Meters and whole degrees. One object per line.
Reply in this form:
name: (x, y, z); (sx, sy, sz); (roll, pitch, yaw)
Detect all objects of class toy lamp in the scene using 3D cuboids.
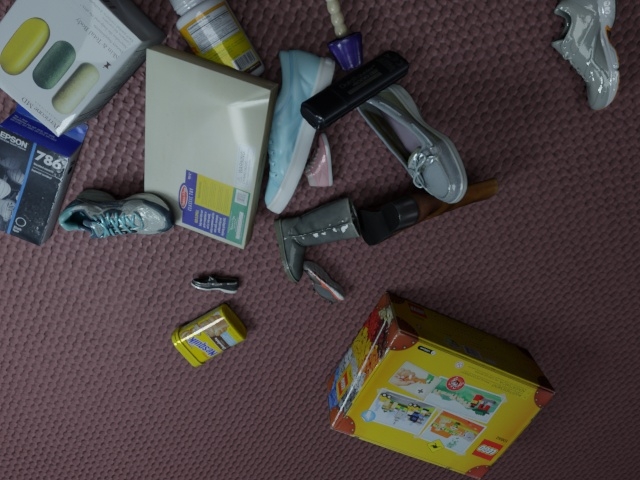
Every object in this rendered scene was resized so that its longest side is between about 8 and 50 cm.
toy lamp: (0.026, -0.495, 1.031); (0.080, 0.080, 0.274); (-19, 115, 7)

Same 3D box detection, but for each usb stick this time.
usb stick: (0.076, -0.322, 1.049); (0.278, 0.077, 0.045); (-38, 160, -23)

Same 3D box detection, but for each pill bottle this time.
pill bottle: (-0.218, -0.423, 1.035); (0.117, 0.117, 0.215); (-28, 113, 11)

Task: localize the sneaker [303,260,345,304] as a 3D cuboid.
sneaker: (-0.003, 0.122, 1.335); (0.065, 0.061, 0.158); (-37, 110, 22)

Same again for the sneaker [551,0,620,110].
sneaker: (0.574, -0.412, 1.089); (0.121, 0.099, 0.262); (-12, 108, 12)

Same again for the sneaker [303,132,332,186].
sneaker: (-0.011, -0.189, 1.189); (0.070, 0.051, 0.134); (-8, 120, -4)

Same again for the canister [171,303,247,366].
canister: (-0.308, 0.264, 1.384); (0.170, 0.073, 0.126); (-30, 113, 10)

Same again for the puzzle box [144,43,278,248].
puzzle box: (-0.258, -0.190, 1.100); (0.272, 0.052, 0.408); (20, 127, 5)

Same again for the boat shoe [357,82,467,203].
boat shoe: (0.193, -0.205, 1.065); (0.103, 0.320, 0.118); (-21, 160, -23)

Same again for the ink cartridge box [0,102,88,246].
ink cartridge box: (-0.690, -0.159, 1.176); (0.165, 0.065, 0.332); (25, 111, -12)

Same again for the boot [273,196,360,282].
boot: (0.000, 0.002, 1.242); (0.209, 0.076, 0.189); (-12, 102, 11)

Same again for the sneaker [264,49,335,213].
sneaker: (-0.090, -0.248, 1.123); (0.150, 0.135, 0.365); (17, 102, -8)

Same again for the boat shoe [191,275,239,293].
boat shoe: (-0.281, 0.112, 1.327); (0.125, 0.046, 0.038); (11, 115, -10)

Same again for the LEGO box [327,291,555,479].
LEGO box: (0.326, 0.422, 1.413); (0.500, 0.193, 0.372); (24, 112, -13)

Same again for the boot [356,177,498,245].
boot: (0.247, -0.082, 1.209); (0.281, 0.264, 0.096); (-18, 80, -21)

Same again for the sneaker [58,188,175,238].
sneaker: (-0.481, -0.043, 1.167); (0.283, 0.122, 0.110); (4, 122, 16)

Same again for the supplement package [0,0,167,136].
supplement package: (-0.491, -0.388, 0.998); (0.263, 0.198, 0.199); (-40, 111, 16)
